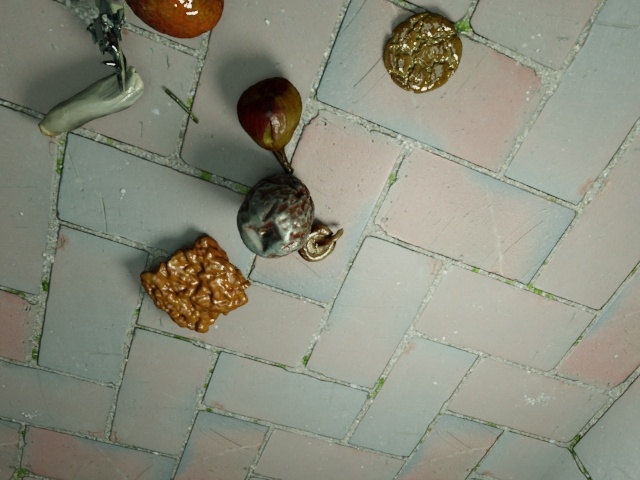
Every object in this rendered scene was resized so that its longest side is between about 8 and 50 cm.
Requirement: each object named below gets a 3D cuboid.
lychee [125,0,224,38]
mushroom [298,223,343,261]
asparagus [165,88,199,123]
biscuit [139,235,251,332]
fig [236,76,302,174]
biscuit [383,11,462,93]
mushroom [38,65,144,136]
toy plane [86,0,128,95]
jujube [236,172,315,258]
[{"bbox_3d":[-0.344,-0.635,1.054,0.299,0.255,0.255,-13,116,8],"label":"lychee"},{"bbox_3d":[0.000,-0.001,1.457,0.170,0.080,0.135,-22,127,8],"label":"mushroom"},{"bbox_3d":[-0.410,-0.398,1.284,0.018,0.015,0.127,-35,112,24],"label":"asparagus"},{"bbox_3d":[-0.425,0.164,1.505,0.312,0.111,0.318,-31,113,11],"label":"biscuit"},{"bbox_3d":[-0.117,-0.316,1.251,0.190,0.191,0.290,-21,114,8],"label":"fig"},{"bbox_3d":[0.293,-0.531,1.231,0.225,0.042,0.226,0,116,0],"label":"biscuit"},{"bbox_3d":[-0.653,-0.387,1.229,0.351,0.109,0.097,-21,113,8],"label":"mushroom"},{"bbox_3d":[-0.552,-0.519,1.134,0.192,0.088,0.262,-4,88,40],"label":"toy plane"},{"bbox_3d":[-0.126,-0.083,1.288,0.225,0.317,0.226,3,116,6],"label":"jujube"}]
